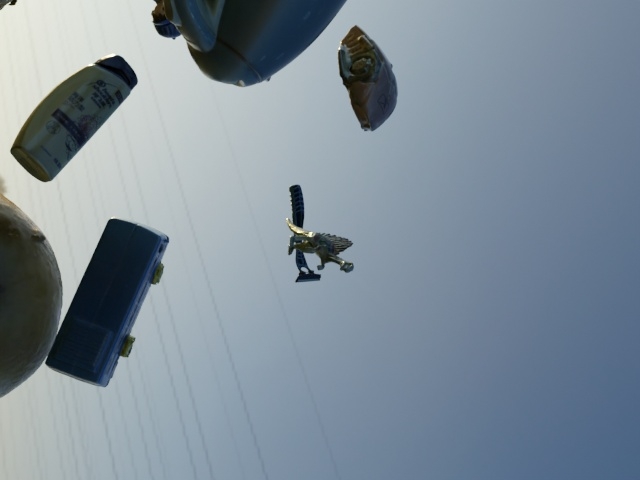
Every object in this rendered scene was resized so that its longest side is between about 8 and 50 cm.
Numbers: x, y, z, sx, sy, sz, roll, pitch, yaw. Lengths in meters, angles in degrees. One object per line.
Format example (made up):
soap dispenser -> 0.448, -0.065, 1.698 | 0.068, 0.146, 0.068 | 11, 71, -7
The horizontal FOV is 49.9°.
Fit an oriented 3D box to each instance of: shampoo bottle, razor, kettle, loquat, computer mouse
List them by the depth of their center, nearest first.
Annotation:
loquat -> -0.500, 0.070, 0.903 | 0.360, 0.329, 0.328 | -16, -105, 49
kettle -> -0.103, -0.414, 1.056 | 0.247, 0.319, 0.342 | 29, -95, 33
shampoo bottle -> -0.570, -0.304, 1.602 | 0.078, 0.134, 0.359 | -3, -134, 42
computer mouse -> 0.124, -0.415, 1.687 | 0.115, 0.199, 0.388 | -14, -134, 14
razor -> -0.053, -0.018, 1.760 | 0.042, 0.082, 0.253 | -11, -95, 48

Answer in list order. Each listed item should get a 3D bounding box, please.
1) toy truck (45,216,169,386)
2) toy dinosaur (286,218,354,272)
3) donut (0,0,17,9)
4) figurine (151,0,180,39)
toy truck -> -0.472, 0.133, 1.557 | 0.162, 0.161, 0.384 | 127, -16, -75
toy dinosaur -> 0.000, 0.003, 1.114 | 0.187, 0.107, 0.044 | -102, -166, -71
donut -> -0.551, -0.511, 1.038 | 0.170, 0.361, 0.360 | 158, -70, -67
figurine -> -0.341, -0.517, 1.499 | 0.087, 0.086, 0.149 | -9, -84, 61
